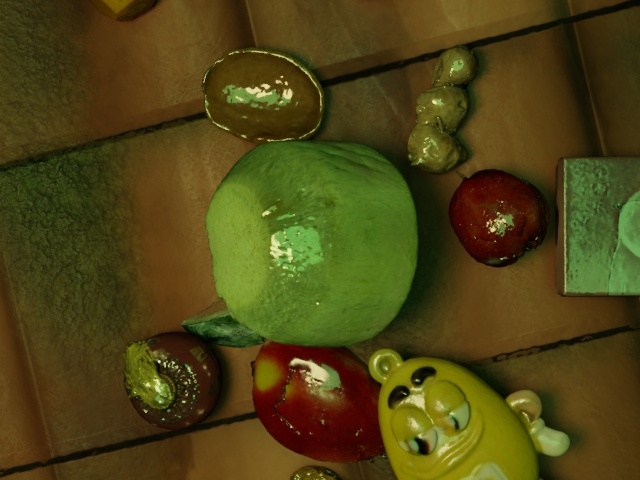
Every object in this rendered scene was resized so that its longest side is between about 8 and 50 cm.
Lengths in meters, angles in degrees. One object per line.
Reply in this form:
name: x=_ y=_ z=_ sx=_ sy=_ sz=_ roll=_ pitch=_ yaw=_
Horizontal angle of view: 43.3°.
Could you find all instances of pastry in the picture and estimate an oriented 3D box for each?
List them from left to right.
pastry: x=-0.006 y=0.416 z=1.296 sx=0.109 sy=0.057 sz=0.097 roll=43 pitch=88 yaw=1

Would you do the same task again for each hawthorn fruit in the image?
hawthorn fruit: x=0.264 y=-0.043 z=1.234 sx=0.148 sy=0.148 sz=0.172 roll=-45 pitch=72 yaw=3

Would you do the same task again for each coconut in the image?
coconut: x=0.000 y=0.000 z=1.179 sx=0.328 sy=0.328 sz=0.281 roll=40 pitch=123 yaw=3

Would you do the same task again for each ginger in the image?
ginger: x=0.194 y=-0.206 z=1.266 sx=0.104 sy=0.080 sz=0.204 roll=9 pitch=93 yaw=-20

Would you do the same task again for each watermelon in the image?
watermelon: x=-0.149 y=0.133 z=1.311 sx=0.155 sy=0.080 sz=0.101 roll=-20 pitch=124 yaw=2

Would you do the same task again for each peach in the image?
peach: x=0.007 y=0.266 z=1.288 sx=0.279 sy=0.068 sz=0.189 roll=31 pitch=94 yaw=3

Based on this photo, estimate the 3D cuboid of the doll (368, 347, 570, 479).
doll: x=0.235 y=0.375 z=1.232 sx=0.423 sy=0.161 sz=0.348 roll=17 pitch=96 yaw=-2

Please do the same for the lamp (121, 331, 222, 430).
lamp: x=-0.235 y=0.224 z=1.270 sx=0.157 sy=0.135 sz=0.156 roll=-14 pitch=90 yaw=2

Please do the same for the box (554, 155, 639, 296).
box: x=0.468 y=-0.021 z=1.243 sx=0.215 sy=0.086 sz=0.215 roll=-1 pitch=90 yaw=4

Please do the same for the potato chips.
potato chips: x=-0.092 y=-0.231 z=1.300 sx=0.201 sy=0.049 sz=0.150 roll=4 pitch=94 yaw=2

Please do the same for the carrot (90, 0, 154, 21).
carrot: x=-0.374 y=-0.493 z=1.290 sx=0.114 sy=0.114 sz=0.302 roll=-34 pitch=87 yaw=4
